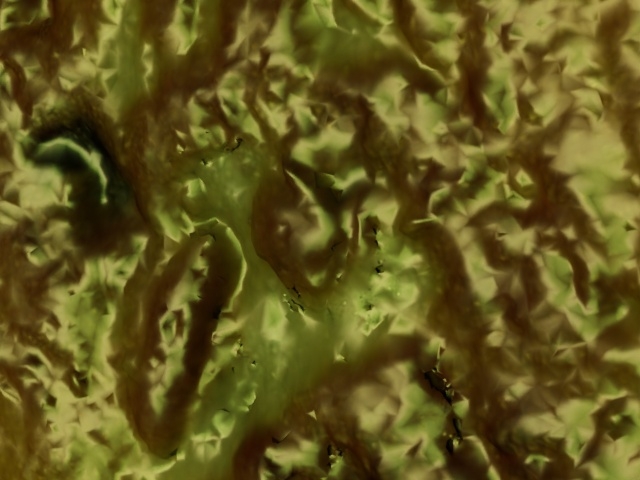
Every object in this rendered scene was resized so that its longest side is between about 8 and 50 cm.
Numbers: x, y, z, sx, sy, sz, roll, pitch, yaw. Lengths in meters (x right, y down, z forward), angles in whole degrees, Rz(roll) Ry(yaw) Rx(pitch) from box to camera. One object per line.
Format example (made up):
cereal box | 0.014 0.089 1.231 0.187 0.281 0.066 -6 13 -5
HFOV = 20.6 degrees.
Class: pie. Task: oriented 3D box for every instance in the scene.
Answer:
pie | 0.000 0.000 0.441 0.315 0.092 0.315 1 92 38
